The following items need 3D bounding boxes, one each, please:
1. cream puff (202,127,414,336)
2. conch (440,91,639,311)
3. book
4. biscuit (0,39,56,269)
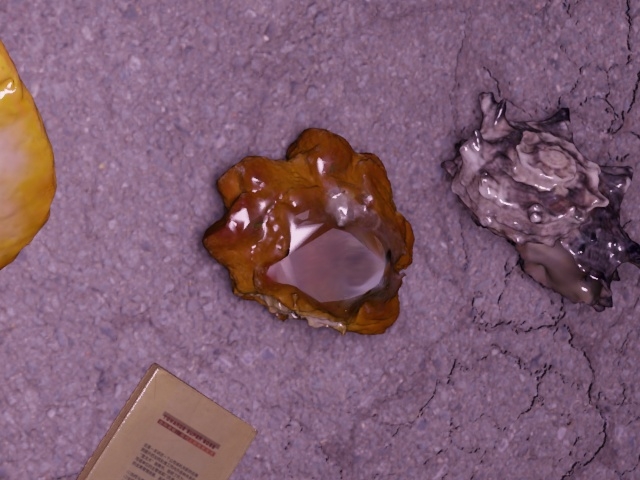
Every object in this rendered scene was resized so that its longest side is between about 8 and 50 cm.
[{"bbox_3d":[0.000,0.000,1.573,0.241,0.155,0.269,-38,108,-17],"label":"cream puff"},{"bbox_3d":[0.283,-0.044,1.654,0.186,0.240,0.313,-34,100,20],"label":"conch"},{"bbox_3d":[-0.197,0.280,1.589,0.161,0.026,0.231,37,81,-25],"label":"book"},{"bbox_3d":[-0.460,-0.061,1.270,0.429,0.104,0.446,-30,144,2],"label":"biscuit"}]
